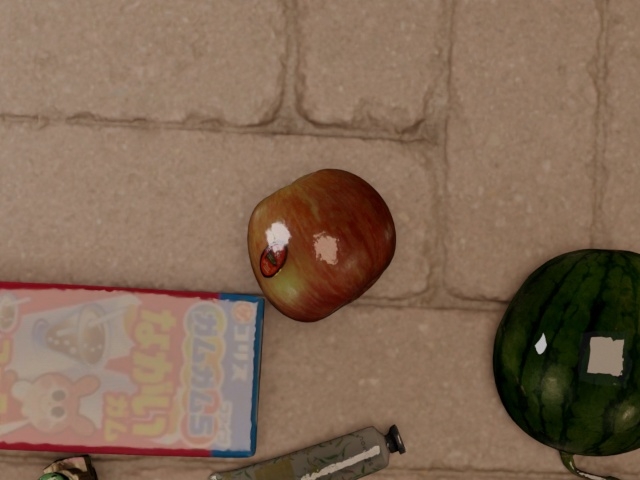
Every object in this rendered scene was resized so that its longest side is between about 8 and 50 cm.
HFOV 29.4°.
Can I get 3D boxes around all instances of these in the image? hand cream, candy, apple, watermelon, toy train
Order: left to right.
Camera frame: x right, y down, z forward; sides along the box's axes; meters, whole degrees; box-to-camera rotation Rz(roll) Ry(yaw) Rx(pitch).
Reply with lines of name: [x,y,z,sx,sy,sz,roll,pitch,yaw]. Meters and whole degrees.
toy train: [-0.234,0.245,1.137,0.050,0.138,0.087,-17,82,-3]
candy: [-0.208,0.123,1.167,0.305,0.100,0.157,4,85,-5]
hand cream: [-0.011,0.230,1.205,0.194,0.042,0.067,-21,89,-2]
apple: [0.000,0.000,1.172,0.146,0.146,0.131,-34,84,-6]
watermelon: [0.278,0.121,1.195,0.204,0.127,0.232,22,90,-6]
